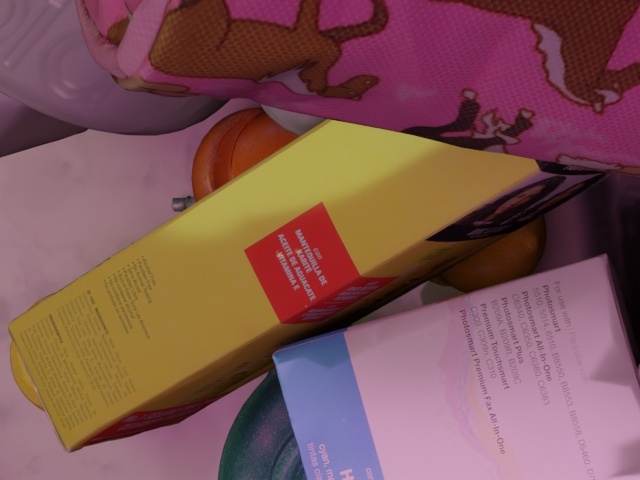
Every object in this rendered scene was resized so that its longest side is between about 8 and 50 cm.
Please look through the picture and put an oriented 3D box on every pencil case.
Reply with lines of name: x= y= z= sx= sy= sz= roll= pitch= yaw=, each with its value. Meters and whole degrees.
pencil case: x=0.115 y=-0.103 z=0.564 sx=0.386 sy=0.167 sz=0.160 roll=5 pitch=117 yaw=-19

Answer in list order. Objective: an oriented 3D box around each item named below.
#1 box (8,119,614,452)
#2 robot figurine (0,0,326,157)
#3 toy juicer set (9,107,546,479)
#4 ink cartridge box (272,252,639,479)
box: x=0.000 y=0.000 z=0.699 sx=0.232 sy=0.087 sz=0.058 roll=-30 pitch=79 yaw=25
robot figurine: x=-0.052 y=-0.179 z=0.709 sx=0.300 sy=0.200 sz=0.353 roll=47 pitch=118 yaw=5
toy juicer set: x=0.044 y=0.079 z=0.805 sx=0.329 sy=0.089 sz=0.209 roll=40 pitch=92 yaw=14
ink cartridge box: x=0.070 y=0.066 z=0.707 sx=0.143 sy=0.092 sz=0.090 roll=-16 pitch=81 yaw=10
